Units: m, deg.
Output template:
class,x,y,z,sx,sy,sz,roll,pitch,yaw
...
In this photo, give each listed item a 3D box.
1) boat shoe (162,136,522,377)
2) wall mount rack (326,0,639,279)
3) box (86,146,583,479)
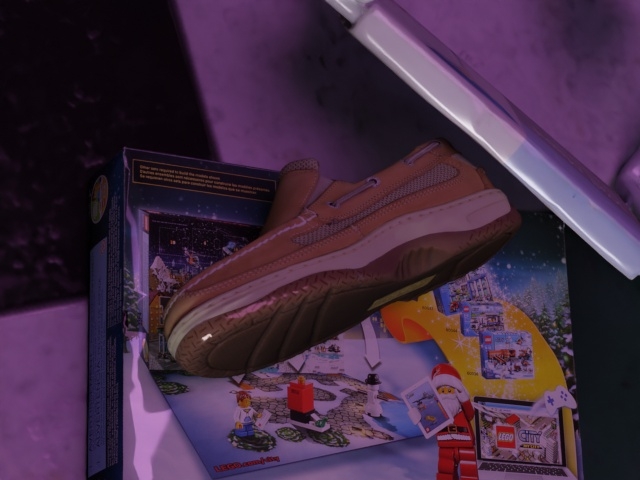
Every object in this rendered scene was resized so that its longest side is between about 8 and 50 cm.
class,x,y,z,sx,sy,sz,roll,pitch,yaw
boat shoe,0.000,0.000,0.758,0.190,0.068,0.072,-19,70,-43
wall mount rack,0.118,-0.082,0.777,0.350,0.304,0.130,39,100,-12
box,0.010,0.054,0.802,0.233,0.044,0.159,8,68,-27
